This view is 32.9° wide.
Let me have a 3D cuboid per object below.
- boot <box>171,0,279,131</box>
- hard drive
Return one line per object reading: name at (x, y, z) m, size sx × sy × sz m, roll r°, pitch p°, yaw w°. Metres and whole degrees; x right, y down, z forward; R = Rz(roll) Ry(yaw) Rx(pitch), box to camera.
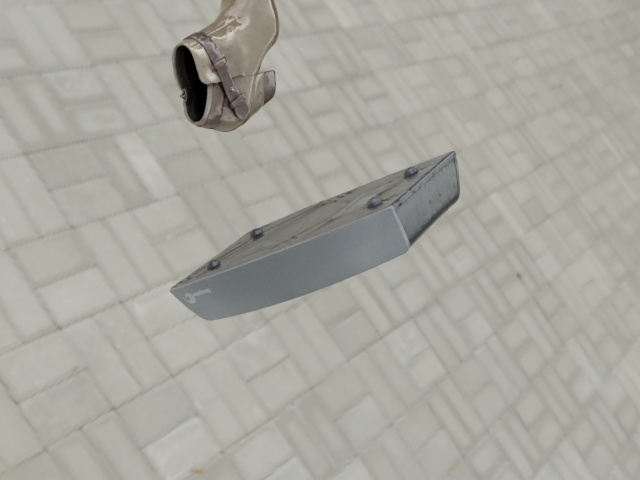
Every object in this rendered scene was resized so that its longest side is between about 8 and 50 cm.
boot at (-0.067, -0.134, 0.735) m, size 0.087 × 0.042 × 0.118 m, roll -23°, pitch 103°, yaw -53°
hard drive at (0.000, 0.000, 1.005) m, size 0.054 × 0.255 × 0.172 m, roll 64°, pitch 34°, yaw -9°
